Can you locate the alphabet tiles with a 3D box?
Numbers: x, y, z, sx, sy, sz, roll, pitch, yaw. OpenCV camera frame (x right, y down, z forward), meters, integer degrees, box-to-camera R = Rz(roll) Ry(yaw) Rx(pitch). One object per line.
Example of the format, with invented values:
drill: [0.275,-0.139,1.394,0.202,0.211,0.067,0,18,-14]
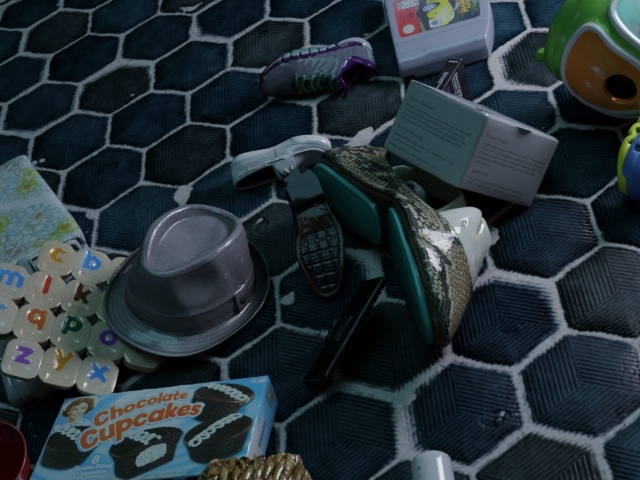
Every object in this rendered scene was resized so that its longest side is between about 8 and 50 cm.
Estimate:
alphabet tiles: [-0.377,0.120,1.959,0.284,0.021,0.278,14,45,-7]

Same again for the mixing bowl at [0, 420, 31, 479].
mixing bowl: [-0.477,0.354,1.784,0.181,0.098,0.181,-13,39,11]

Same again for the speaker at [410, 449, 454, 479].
speaker: [0.144,0.328,1.570,0.055,0.055,0.136,-15,39,8]

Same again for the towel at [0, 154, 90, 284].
towel: [-0.598,0.016,2.245,0.320,0.090,0.374,-30,40,-14]

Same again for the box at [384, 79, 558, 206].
box: [0.232,-0.149,1.963,0.182,0.181,0.119,33,105,45]

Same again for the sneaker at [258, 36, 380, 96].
sneaker: [-0.003,-0.308,2.357,0.223,0.083,0.098,-20,44,0]

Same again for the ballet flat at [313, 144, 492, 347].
ballet flat: [0.146,-0.025,1.911,0.182,0.164,0.483,-18,34,-12]

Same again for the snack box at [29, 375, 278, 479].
snack box: [-0.231,0.286,1.770,0.322,0.060,0.187,-8,34,16]

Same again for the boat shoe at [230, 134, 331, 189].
boat shoe: [-0.069,-0.131,2.196,0.184,0.066,0.063,-10,54,9]

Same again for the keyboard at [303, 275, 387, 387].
keyboard: [0.034,0.132,1.828,0.180,0.023,0.108,-58,14,-18]

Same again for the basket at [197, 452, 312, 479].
basket: [-0.129,0.402,1.480,0.223,0.213,0.299,-6,41,17]

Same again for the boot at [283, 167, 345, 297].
boot: [0.000,0.000,2.012,0.082,0.106,0.219,-15,68,4]

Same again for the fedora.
fedora: [-0.206,0.039,1.962,0.243,0.124,0.275,29,48,27]

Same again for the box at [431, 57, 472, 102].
box: [0.207,-0.211,2.119,0.029,0.116,0.162,7,47,28]

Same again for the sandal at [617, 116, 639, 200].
sandal: [0.578,-0.157,1.891,0.317,0.126,0.138,-34,45,-14]

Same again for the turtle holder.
turtle holder: [0.525,-0.312,2.039,0.320,0.243,0.227,1,41,-40]

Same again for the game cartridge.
game cartridge: [0.226,-0.420,2.407,0.196,0.060,0.294,-12,39,5]

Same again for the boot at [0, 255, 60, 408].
boot: [-0.475,0.143,2.011,0.123,0.095,0.258,-27,51,-3]
